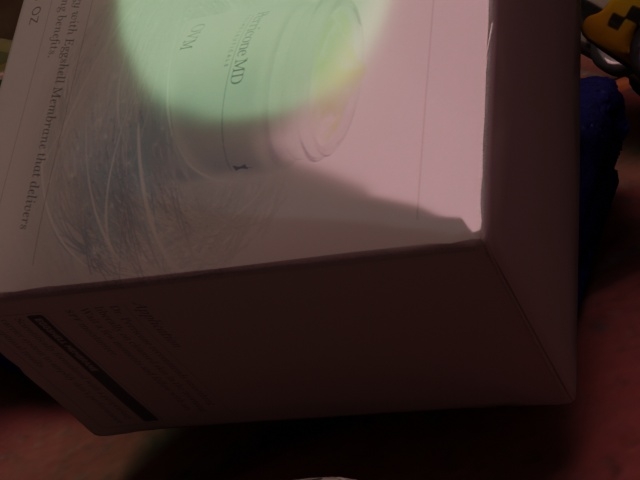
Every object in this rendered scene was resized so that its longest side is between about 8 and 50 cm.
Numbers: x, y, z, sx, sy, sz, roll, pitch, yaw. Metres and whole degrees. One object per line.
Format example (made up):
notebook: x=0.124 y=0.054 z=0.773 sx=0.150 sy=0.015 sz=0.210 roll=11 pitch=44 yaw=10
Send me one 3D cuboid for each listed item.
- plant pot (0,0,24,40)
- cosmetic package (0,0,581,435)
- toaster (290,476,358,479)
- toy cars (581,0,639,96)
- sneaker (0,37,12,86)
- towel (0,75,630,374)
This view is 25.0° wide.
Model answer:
plant pot: x=-0.361 y=-0.190 z=0.999 sx=0.323 sy=0.280 sz=0.323 roll=-36 pitch=13 yaw=9
cosmetic package: x=-0.011 y=-0.049 z=0.622 sx=0.225 sy=0.138 sz=0.224 roll=-6 pitch=57 yaw=20
toaster: x=-0.034 y=0.151 z=0.390 sx=0.227 sy=0.129 sz=0.146 roll=-17 pitch=22 yaw=1
toy cars: x=0.193 y=-0.116 z=0.763 sx=0.087 sy=0.176 sz=0.393 roll=-60 pitch=26 yaw=9
sneaker: x=-0.234 y=-0.060 z=0.779 sx=0.410 sy=0.182 sz=0.158 roll=-50 pitch=6 yaw=-38
towel: x=0.000 y=0.000 z=0.766 sx=0.308 sy=0.076 sz=0.227 roll=-3 pitch=34 yaw=25
